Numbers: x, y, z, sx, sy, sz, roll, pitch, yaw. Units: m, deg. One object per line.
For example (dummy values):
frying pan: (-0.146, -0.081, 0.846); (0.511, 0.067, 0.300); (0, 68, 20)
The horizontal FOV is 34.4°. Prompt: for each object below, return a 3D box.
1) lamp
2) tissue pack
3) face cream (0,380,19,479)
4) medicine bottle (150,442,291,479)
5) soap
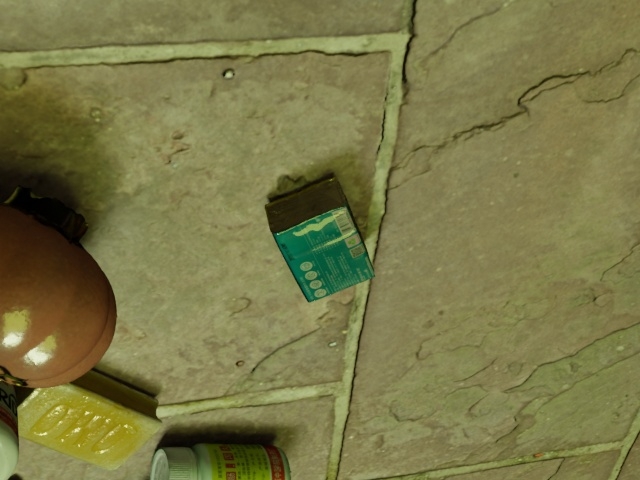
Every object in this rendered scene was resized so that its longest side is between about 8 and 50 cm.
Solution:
lamp: (-0.402, 0.052, 1.330); (0.306, 0.239, 0.305); (21, 161, 8)
tissue pack: (0.000, 0.000, 1.528); (0.120, 0.082, 0.169); (-22, 135, 3)
face cream: (-0.546, 0.256, 1.506); (0.201, 0.187, 0.201); (-10, 133, -10)
medicine bottle: (-0.177, 0.429, 1.824); (0.226, 0.139, 0.139); (6, 129, -24)
soap: (-0.387, 0.277, 1.659); (0.140, 0.073, 0.232); (-44, 129, 16)
